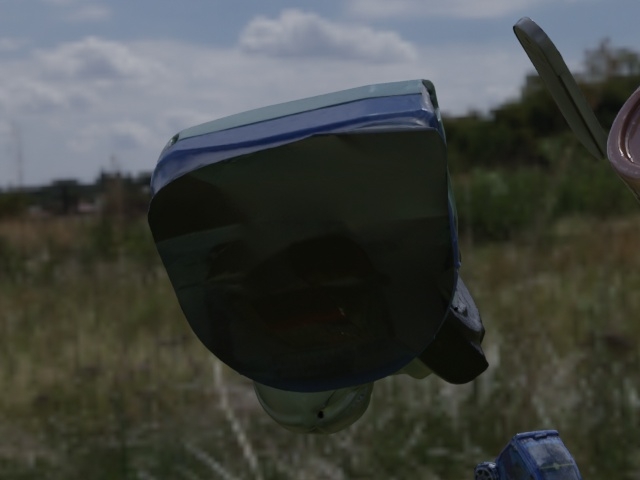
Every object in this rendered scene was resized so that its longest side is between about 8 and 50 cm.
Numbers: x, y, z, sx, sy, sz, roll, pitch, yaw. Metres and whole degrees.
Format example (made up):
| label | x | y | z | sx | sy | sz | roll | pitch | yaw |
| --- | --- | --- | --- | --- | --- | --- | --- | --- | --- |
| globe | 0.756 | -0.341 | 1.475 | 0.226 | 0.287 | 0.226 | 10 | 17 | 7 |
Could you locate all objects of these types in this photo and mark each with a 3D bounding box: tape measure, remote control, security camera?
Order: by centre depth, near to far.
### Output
| label | x | y | z | sx | sy | sz | roll | pitch | yaw |
| --- | --- | --- | --- | --- | --- | --- | --- | --- | --- |
| tape measure | 0.000 | -0.002 | 1.527 | 0.259 | 0.262 | 0.138 | -10 | 29 | 8 |
| security camera | 0.039 | 0.120 | 2.100 | 0.277 | 0.191 | 0.197 | -36 | -50 | 13 |
| remote control | 0.309 | -0.190 | 2.199 | 0.022 | 0.245 | 0.077 | -40 | 39 | -3 |

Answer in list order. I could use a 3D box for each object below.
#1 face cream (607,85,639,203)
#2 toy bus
| label | x | y | z | sx | sy | sz | roll | pitch | yaw |
| --- | --- | --- | --- | --- | --- | --- | --- | --- | --- |
| face cream | 0.311 | -0.069 | 1.349 | 0.149 | 0.149 | 0.104 | -3 | -42 | 51 |
| toy bus | 0.183 | 0.300 | 1.807 | 0.079 | 0.094 | 0.236 | -6 | -40 | -44 |
